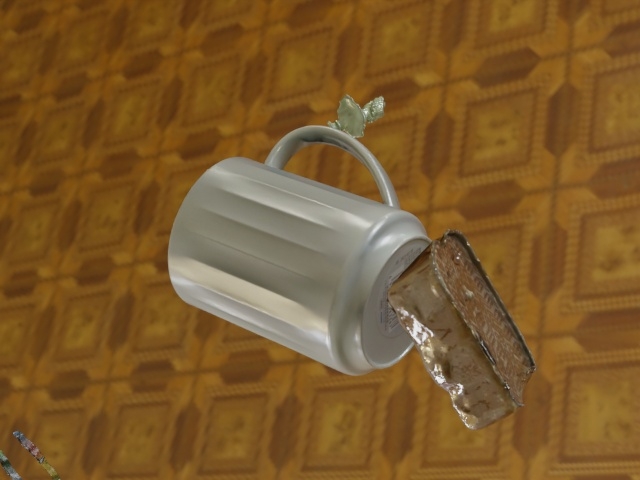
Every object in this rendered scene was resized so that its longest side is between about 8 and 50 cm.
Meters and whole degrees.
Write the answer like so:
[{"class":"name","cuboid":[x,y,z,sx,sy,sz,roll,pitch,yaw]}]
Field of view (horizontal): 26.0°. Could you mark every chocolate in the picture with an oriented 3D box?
[{"class":"chocolate","cuboid":[0.158,0.102,1.600,0.093,0.214,0.148,-30,5,22]}]

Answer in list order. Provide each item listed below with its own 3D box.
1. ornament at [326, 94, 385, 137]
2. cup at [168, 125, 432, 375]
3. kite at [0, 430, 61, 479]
[{"class":"ornament","cuboid":[0.056,-0.194,2.177,0.092,0.041,0.068,0,81,3]},{"class":"cup","cuboid":[0.000,0.000,1.965,0.327,0.237,0.323,19,77,32]},{"class":"kite","cuboid":[-0.306,0.354,1.625,0.152,0.285,0.015,-42,10,-31]}]
